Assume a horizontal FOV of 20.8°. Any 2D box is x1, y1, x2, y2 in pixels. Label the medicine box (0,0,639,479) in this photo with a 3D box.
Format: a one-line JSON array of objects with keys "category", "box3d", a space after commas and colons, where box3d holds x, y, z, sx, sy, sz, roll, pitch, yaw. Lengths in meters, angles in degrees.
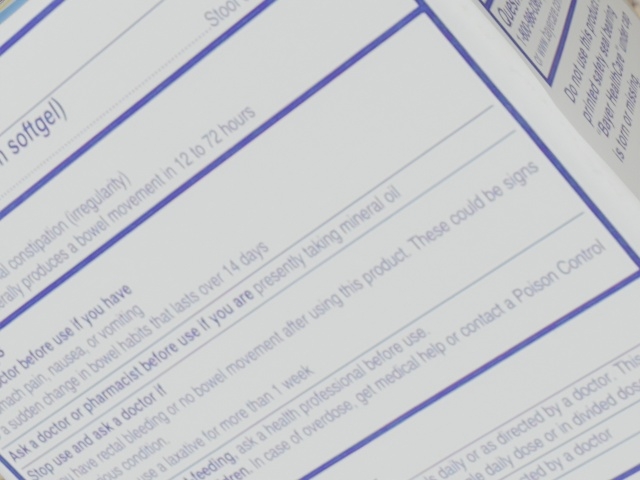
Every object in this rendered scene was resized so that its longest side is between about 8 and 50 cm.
[{"category": "medicine box", "box3d": [0.000, 0.000, 0.652, 0.263, 0.149, 0.289, -35, 105, 27]}]
